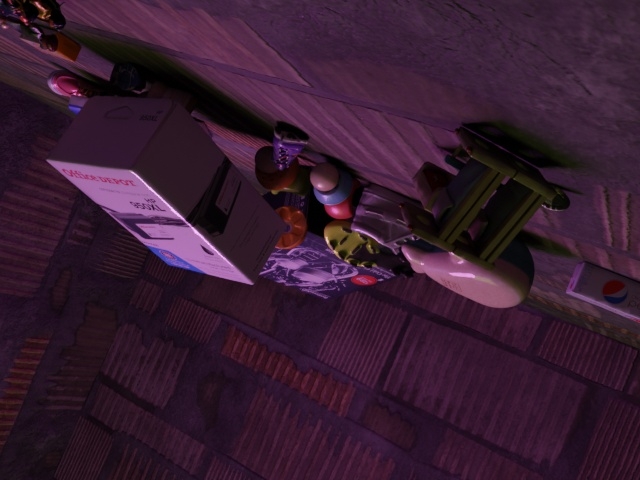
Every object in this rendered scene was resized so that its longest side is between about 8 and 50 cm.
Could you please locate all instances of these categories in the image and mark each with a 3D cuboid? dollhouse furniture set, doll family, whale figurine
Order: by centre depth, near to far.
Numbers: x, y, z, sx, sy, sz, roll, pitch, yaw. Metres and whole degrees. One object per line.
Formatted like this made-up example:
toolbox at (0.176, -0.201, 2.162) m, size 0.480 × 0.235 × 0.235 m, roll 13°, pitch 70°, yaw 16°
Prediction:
dollhouse furniture set at (0.180, -0.081, 0.868) m, size 0.129 × 0.129 × 0.183 m, roll 24°, pitch -153°, yaw -21°
doll family at (-0.416, -0.335, 0.952) m, size 0.111 × 0.076 × 0.193 m, roll 27°, pitch 175°, yaw 4°
whale figurine at (0.311, 0.038, 1.413) m, size 0.272 × 0.141 × 0.216 m, roll 14°, pitch 158°, yaw 33°

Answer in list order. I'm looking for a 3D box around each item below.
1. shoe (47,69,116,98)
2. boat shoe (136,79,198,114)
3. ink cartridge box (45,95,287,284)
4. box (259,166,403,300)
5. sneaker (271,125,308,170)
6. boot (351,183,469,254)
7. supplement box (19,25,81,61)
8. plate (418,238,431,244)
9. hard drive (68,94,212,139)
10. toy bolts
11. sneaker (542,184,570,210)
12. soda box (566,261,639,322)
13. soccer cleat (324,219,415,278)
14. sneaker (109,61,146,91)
shoe at (-0.613, -0.389, 1.755) m, size 0.081 × 0.063 × 0.178 m, roll 20°, pitch -178°, yaw 27°
boat shoe at (-0.342, -0.269, 1.400) m, size 0.098 × 0.109 × 0.302 m, roll 31°, pitch 168°, yaw -22°
ink cartridge box at (-0.300, -0.096, 1.367) m, size 0.286 × 0.166 × 0.395 m, roll 10°, pitch 152°, yaw 38°
box at (0.000, 0.000, 1.768) m, size 0.343 × 0.178 × 0.313 m, roll 24°, pitch 150°, yaw -34°
sneaker at (-0.065, -0.171, 1.307) m, size 0.068 × 0.071 × 0.170 m, roll 23°, pitch 177°, yaw 2°
boot at (0.198, -0.023, 1.503) m, size 0.259 × 0.123 × 0.095 m, roll 23°, pitch 178°, yaw 3°
supplement box at (-0.521, -0.382, 1.306) m, size 0.099 × 0.036 × 0.062 m, roll 22°, pitch 177°, yaw 28°
plate at (0.247, -0.004, 1.652) m, size 0.188 × 0.024 × 0.188 m, roll 48°, pitch 172°, yaw 9°
hard drive at (-0.446, -0.297, 1.720) m, size 0.319 × 0.040 × 0.210 m, roll 12°, pitch 178°, yaw -3°
toy bolts at (-0.044, -0.100, 1.460) m, size 0.229 × 0.218 × 0.158 m, roll 2°, pitch 163°, yaw 22°
sneaker at (0.294, -0.064, 0.905) m, size 0.083 × 0.031 × 0.035 m, roll 26°, pitch -168°, yaw 21°
soda box at (0.614, 0.115, 1.356) m, size 0.216 × 0.069 × 0.074 m, roll 23°, pitch 178°, yaw 11°
soccer cleat at (0.120, 0.007, 1.614) m, size 0.289 × 0.093 × 0.121 m, roll 20°, pitch -148°, yaw -31°
sneaker at (-0.361, -0.313, 1.309) m, size 0.058 × 0.052 × 0.135 m, roll 13°, pitch -169°, yaw -35°
